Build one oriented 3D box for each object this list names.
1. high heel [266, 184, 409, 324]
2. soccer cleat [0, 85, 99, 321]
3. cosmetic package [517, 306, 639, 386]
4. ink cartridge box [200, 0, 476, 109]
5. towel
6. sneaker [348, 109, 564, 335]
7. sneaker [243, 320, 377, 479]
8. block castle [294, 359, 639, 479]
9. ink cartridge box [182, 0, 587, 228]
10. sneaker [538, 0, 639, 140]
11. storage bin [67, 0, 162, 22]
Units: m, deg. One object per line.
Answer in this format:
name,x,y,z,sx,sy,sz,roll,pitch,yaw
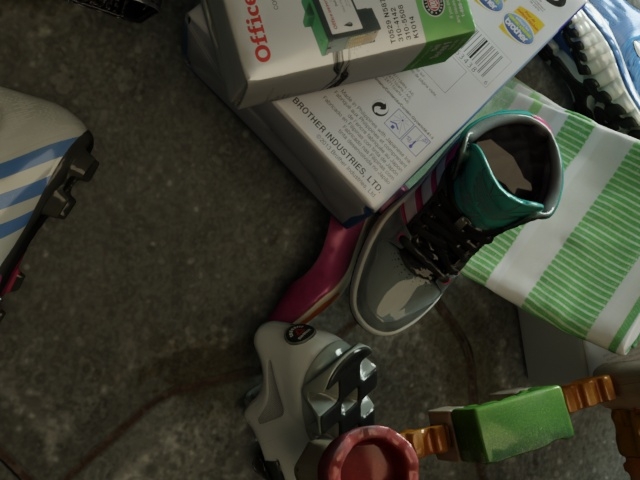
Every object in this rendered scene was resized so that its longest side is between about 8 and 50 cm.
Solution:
high heel,0.000,0.000,1.021,0.117,0.082,0.244,45,91,9
soccer cleat,-0.351,0.002,0.852,0.143,0.116,0.331,32,81,-7
cosmetic package,0.378,0.060,1.138,0.224,0.138,0.225,-15,100,-21
ink cartridge box,0.007,-0.226,0.806,0.219,0.092,0.160,-16,88,-13
towel,0.263,-0.042,1.016,0.248,0.325,0.038,-54,156,-9
sneaker,0.148,-0.024,0.916,0.124,0.178,0.295,37,81,-4
sneaker,-0.017,0.228,1.016,0.122,0.146,0.330,-30,132,-43
block castle,0.223,0.285,0.850,0.453,0.213,0.303,-10,83,-22
ink cartridge box,0.087,-0.245,0.946,0.395,0.151,0.270,-45,95,-11
sneaker,0.394,-0.215,1.120,0.147,0.130,0.330,-39,109,-12
storage bin,-0.239,-0.282,0.848,0.180,0.122,0.084,15,90,-24
